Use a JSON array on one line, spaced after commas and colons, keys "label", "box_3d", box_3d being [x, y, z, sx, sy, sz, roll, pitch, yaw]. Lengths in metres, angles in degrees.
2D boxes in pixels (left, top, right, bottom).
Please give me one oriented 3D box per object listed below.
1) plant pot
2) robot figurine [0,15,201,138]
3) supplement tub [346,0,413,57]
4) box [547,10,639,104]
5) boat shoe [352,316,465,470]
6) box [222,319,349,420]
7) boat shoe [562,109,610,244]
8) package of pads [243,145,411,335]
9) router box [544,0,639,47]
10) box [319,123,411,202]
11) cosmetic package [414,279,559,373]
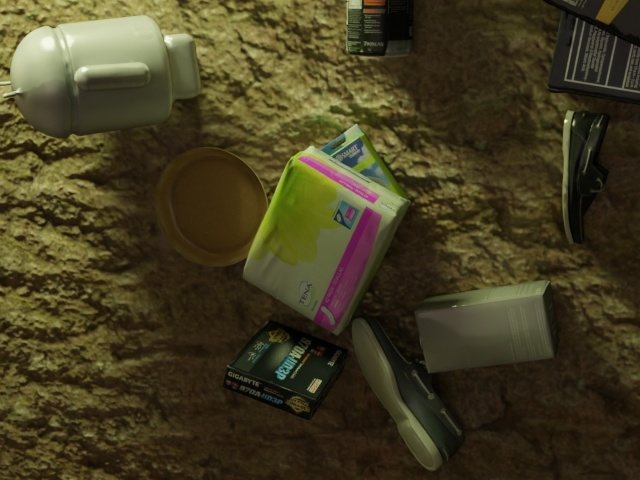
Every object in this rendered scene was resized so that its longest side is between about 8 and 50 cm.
[{"label": "plant pot", "box_3d": [-0.207, -0.066, 1.988, 0.236, 0.032, 0.236, 4, 105, 17]}, {"label": "robot figurine", "box_3d": [-0.400, -0.295, 1.850, 0.354, 0.300, 0.199, -12, 99, -21]}, {"label": "supplement tub", "box_3d": [0.103, -0.413, 1.762, 0.117, 0.117, 0.190, 5, 104, 16]}, {"label": "box", "box_3d": [0.534, -0.361, 1.609, 0.294, 0.183, 0.296, 13, 106, 14]}, {"label": "boat shoe", "box_3d": [0.166, 0.275, 1.945, 0.099, 0.116, 0.319, -28, 87, -22]}, {"label": "box", "box_3d": [-0.061, 0.239, 1.919, 0.175, 0.220, 0.051, 20, 113, 12]}, {"label": "boat shoe", "box_3d": [0.452, -0.104, 1.753, 0.079, 0.084, 0.233, 4, 102, 16]}, {"label": "package of pads", "box_3d": [0.000, 0.000, 1.873, 0.229, 0.101, 0.296, 31, 122, 12]}, {"label": "router box", "box_3d": [0.480, -0.443, 1.470, 0.243, 0.081, 0.308, 29, 108, 9]}, {"label": "box", "box_3d": [0.072, -0.111, 1.888, 0.109, 0.042, 0.178, -33, 93, 21]}, {"label": "cosmetic package", "box_3d": [0.301, 0.156, 1.856, 0.238, 0.107, 0.127, -7, 102, 21]}]
